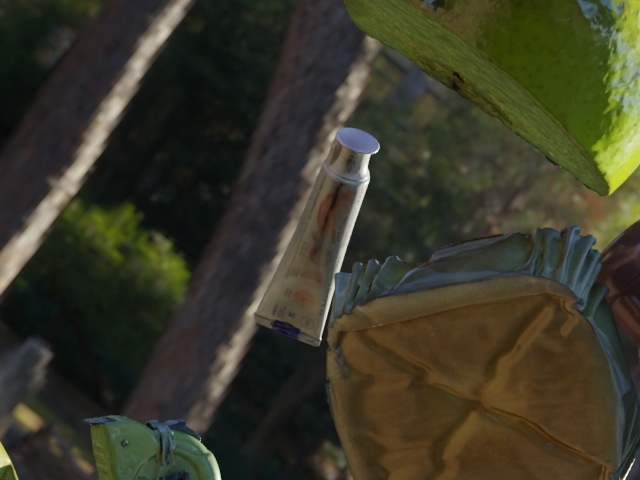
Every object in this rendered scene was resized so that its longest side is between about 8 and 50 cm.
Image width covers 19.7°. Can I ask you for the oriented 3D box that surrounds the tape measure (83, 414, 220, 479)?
[{"bbox_3d":[-0.195,0.291,2.196,0.087,0.154,0.177,-172,-104,-66],"label":"tape measure"}]

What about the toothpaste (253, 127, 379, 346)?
[{"bbox_3d":[0.000,0.000,2.461,0.100,0.323,0.066,22,31,1],"label":"toothpaste"}]

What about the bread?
[{"bbox_3d":[0.118,0.096,1.325,0.110,0.210,0.192,-64,139,-68],"label":"bread"}]

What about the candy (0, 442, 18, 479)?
[{"bbox_3d":[-0.315,0.189,1.421,0.297,0.187,0.081,67,19,-4],"label":"candy"}]

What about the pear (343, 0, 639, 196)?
[{"bbox_3d":[0.151,-0.188,1.407,0.292,0.159,0.292,37,-1,0],"label":"pear"}]

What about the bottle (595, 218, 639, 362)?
[{"bbox_3d":[0.310,0.089,1.387,0.253,0.120,0.120,49,-6,7],"label":"bottle"}]
